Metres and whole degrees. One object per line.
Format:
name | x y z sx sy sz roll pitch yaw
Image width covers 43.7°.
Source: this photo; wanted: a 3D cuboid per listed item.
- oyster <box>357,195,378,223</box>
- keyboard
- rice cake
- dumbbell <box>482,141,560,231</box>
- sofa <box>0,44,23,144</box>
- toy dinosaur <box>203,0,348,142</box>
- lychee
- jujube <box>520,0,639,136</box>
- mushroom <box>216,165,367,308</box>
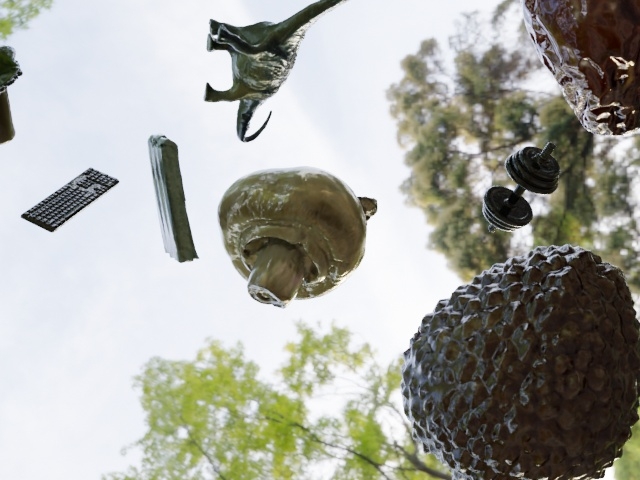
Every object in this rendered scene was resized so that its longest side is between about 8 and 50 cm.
oyster | 0.006 0.007 1.532 0.092 0.198 0.259 38 -83 7
keyboard | -0.405 -0.070 1.308 0.204 0.061 0.013 -57 -10 -58
rice cake | -0.245 -0.071 1.308 0.038 0.124 0.211 -14 -74 -21
dumbbell | 0.347 -0.089 1.386 0.099 0.099 0.208 -15 -34 -38
sofa | -0.547 -0.177 1.256 0.182 0.258 0.200 -1 -52 -8
toy dinosaur | -0.085 -0.232 1.061 0.147 0.363 0.076 6 -118 -22
lychee | 0.203 0.130 0.792 0.236 0.236 0.271 27 -80 -37
jujube | 0.273 -0.208 0.757 0.168 0.168 0.236 -43 -49 -29
mushroom | -0.058 0.005 1.304 0.254 0.260 0.234 26 -135 -2
